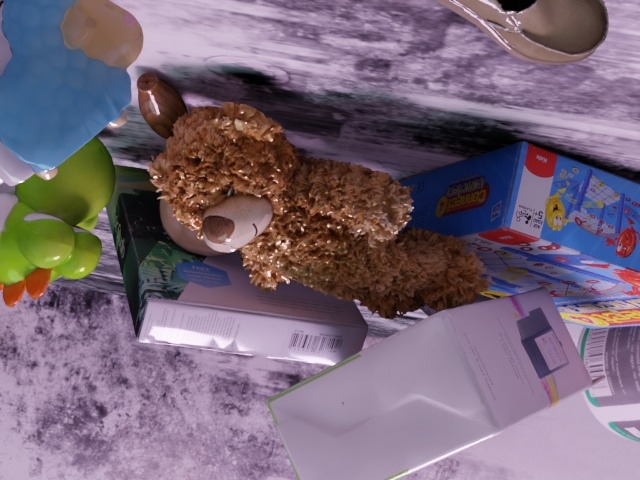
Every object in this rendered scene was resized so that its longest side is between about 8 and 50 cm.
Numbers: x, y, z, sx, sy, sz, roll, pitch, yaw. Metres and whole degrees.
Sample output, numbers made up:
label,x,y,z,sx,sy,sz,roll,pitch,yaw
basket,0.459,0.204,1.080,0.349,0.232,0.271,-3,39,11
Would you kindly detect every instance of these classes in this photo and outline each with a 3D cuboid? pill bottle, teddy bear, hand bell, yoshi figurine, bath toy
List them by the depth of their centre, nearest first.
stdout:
label,x,y,z,sx,sy,sz,roll,pitch,yaw
bath toy,-0.261,-0.126,1.004,0.348,0.151,0.129,-1,128,56
teddy bear,0.000,0.000,1.184,0.245,0.113,0.338,8,161,38
hand bell,-0.129,-0.091,1.228,0.126,0.126,0.242,7,157,15
yoshi figurine,-0.341,-0.057,1.445,0.203,0.203,0.362,-20,-157,-37
pill bottle,0.485,0.140,1.555,0.204,0.204,0.361,13,167,-19

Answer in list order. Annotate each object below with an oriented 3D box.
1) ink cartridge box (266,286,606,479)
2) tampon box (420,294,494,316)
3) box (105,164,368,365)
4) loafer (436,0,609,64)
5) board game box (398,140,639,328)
label,x,y,z,sx,sy,sz,roll,pitch,yaw
ink cartridge box,0.129,0.144,1.263,0.207,0.119,0.353,-29,169,25
tampon box,0.182,0.041,1.595,0.120,0.101,0.161,5,169,18
box,-0.102,0.021,1.391,0.232,0.058,0.322,9,-157,-21
loafer,0.117,-0.141,0.746,0.148,0.056,0.050,15,175,-32
board game box,0.247,0.007,1.328,0.302,0.086,0.308,18,168,-19
